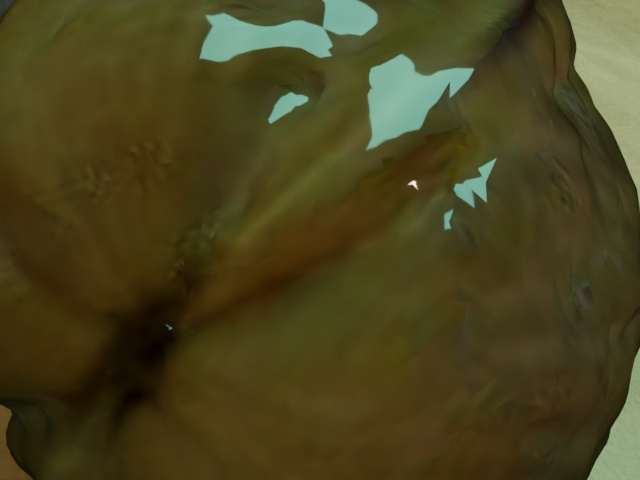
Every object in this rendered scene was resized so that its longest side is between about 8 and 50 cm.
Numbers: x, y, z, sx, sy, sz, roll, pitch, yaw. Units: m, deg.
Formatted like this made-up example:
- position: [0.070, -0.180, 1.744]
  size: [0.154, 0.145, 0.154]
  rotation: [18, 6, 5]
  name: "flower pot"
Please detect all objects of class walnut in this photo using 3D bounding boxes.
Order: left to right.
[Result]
- position: [-0.002, 0.003, 0.578]
  size: [0.306, 0.306, 0.344]
  rotation: [31, 28, 16]
  name: "walnut"

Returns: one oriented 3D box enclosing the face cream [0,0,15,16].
- position: [-0.118, -0.162, 1.039]
  size: [0.235, 0.137, 0.420]
  rotation: [31, 17, 19]
  name: "face cream"
